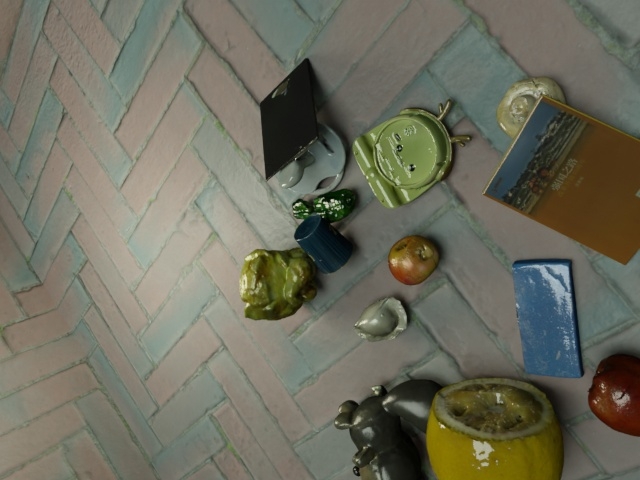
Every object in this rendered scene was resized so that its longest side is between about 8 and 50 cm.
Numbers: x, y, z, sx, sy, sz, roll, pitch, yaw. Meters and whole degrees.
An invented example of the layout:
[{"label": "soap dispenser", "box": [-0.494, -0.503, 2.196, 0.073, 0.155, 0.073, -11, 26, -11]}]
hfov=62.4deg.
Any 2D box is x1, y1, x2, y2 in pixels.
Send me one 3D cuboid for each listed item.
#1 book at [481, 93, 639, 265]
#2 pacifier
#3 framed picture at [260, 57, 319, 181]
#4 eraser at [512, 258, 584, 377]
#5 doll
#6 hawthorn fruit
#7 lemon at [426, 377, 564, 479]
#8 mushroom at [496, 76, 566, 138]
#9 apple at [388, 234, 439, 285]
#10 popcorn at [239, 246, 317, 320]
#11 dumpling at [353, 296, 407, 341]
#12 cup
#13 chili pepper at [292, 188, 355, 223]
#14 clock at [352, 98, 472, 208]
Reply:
[{"label": "book", "box": [0.600, -0.132, 1.201, 0.373, 0.028, 0.263, 28, 120, 7]}, {"label": "pacifier", "box": [-0.052, -0.222, 1.608, 0.279, 0.207, 0.227, -31, 102, 38]}, {"label": "framed picture", "box": [-0.103, -0.371, 1.614, 0.244, 0.013, 0.324, -32, 51, 37]}, {"label": "eraser", "box": [0.587, 0.203, 1.365, 0.144, 0.042, 0.312, -3, 101, 37]}, {"label": "doll", "box": [0.254, 0.642, 1.615, 0.378, 0.252, 0.382, -30, 92, 38]}, {"label": "hawthorn fruit", "box": [0.734, 0.372, 1.227, 0.202, 0.185, 0.185, 28, 118, 22]}, {"label": "lemon", "box": [0.453, 0.560, 1.385, 0.364, 0.364, 0.364, 11, 110, 33]}, {"label": "mushroom", "box": [0.492, -0.309, 1.238, 0.154, 0.122, 0.154, 1, 92, 40]}, {"label": "apple", "box": [0.258, 0.053, 1.496, 0.146, 0.146, 0.147, 11, 110, 33]}, {"label": "popcorn", "box": [-0.138, 0.145, 1.775, 0.276, 0.276, 0.226, -35, 46, 37]}, {"label": "dumpling", "box": [0.192, 0.252, 1.636, 0.188, 0.108, 0.127, -39, 105, 23]}, {"label": "cup", "box": [0.000, 0.000, 1.654, 0.131, 0.176, 0.155, -43, 118, 0]}, {"label": "chili pepper", "box": [0.011, -0.101, 1.672, 0.253, 0.083, 0.099, -8, 117, 45]}, {"label": "clock", "box": [0.252, -0.248, 1.445, 0.308, 0.096, 0.235, -32, 83, 36]}]
